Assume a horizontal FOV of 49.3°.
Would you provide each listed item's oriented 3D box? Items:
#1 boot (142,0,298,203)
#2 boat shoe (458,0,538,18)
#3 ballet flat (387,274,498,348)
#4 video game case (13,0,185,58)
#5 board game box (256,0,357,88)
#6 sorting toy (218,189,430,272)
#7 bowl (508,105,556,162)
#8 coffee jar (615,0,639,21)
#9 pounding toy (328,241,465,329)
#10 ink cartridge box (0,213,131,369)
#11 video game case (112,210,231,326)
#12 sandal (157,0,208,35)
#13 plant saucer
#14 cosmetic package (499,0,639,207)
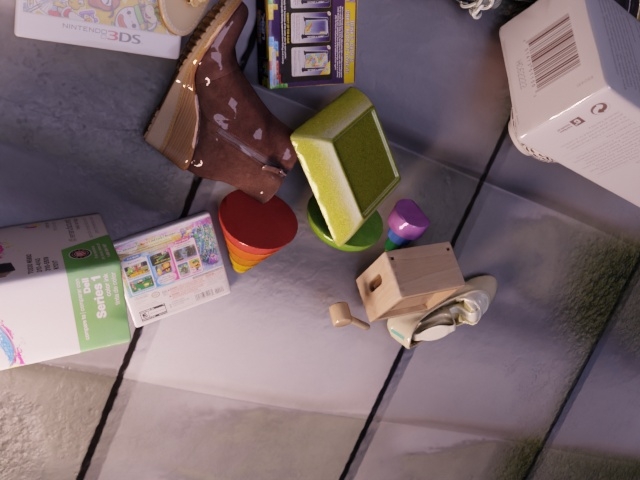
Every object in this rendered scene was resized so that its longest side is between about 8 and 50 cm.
[{"bbox_3d":[-0.106,-0.190,0.974,0.207,0.090,0.248,25,110,-23],"label":"boot"},{"bbox_3d":[0.265,-0.393,1.068,0.319,0.116,0.099,-17,113,-25],"label":"boat shoe"},{"bbox_3d":[0.244,0.136,1.289,0.248,0.086,0.086,-20,117,-18],"label":"ballet flat"},{"bbox_3d":[-0.267,-0.357,0.875,0.206,0.026,0.227,2,109,-27],"label":"video game case"},{"bbox_3d":[-0.019,-0.310,1.002,0.141,0.048,0.170,-9,113,-25],"label":"board game box"},{"bbox_3d":[0.000,0.000,1.125,0.365,0.127,0.126,-2,140,-28],"label":"sorting toy"},{"bbox_3d":[0.380,-0.197,1.206,0.170,0.080,0.170,19,58,-34],"label":"bowl"},{"bbox_3d":[0.572,-0.424,1.224,0.184,0.079,0.096,-14,115,-20],"label":"coffee jar"},{"bbox_3d":[0.103,0.082,1.185,0.206,0.181,0.094,-8,69,-24],"label":"pounding toy"},{"bbox_3d":[-0.400,0.066,0.877,0.278,0.201,0.117,-10,113,-22],"label":"ink cartridge box"},{"bbox_3d":[-0.226,0.043,1.061,0.157,0.019,0.143,-20,117,-17],"label":"video game case"},{"bbox_3d":[-0.131,-0.374,0.881,0.088,0.079,0.240,13,99,-53],"label":"sandal"},{"bbox_3d":[0.055,-0.116,1.050,0.188,0.045,0.188,-46,122,-43],"label":"plant saucer"},{"bbox_3d":[0.513,-0.215,1.160,0.453,0.161,0.230,19,57,-33],"label":"cosmetic package"}]
